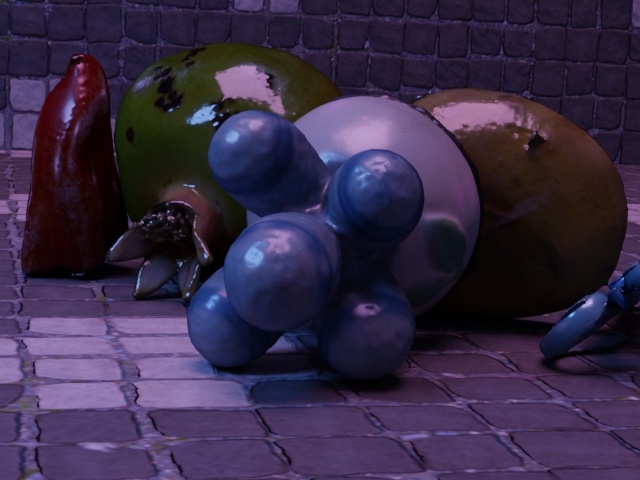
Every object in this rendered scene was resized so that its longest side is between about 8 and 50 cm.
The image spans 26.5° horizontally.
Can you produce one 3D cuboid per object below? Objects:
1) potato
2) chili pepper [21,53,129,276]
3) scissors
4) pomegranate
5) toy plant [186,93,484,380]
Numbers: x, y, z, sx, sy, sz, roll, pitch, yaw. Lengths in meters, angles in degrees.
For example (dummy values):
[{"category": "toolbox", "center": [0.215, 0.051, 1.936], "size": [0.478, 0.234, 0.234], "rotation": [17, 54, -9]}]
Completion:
[{"category": "potato", "center": [0.150, -0.031, 1.351], "size": [0.299, 0.239, 0.116], "rotation": [14, 13, 16]}, {"category": "chili pepper", "center": [-0.282, -0.083, 1.536], "size": [0.144, 0.252, 0.136], "rotation": [-14, 26, -36]}, {"category": "scissors", "center": [0.301, 0.046, 1.317], "size": [0.180, 0.032, 0.393], "rotation": [-38, -11, 13]}, {"category": "pomegranate", "center": [-0.115, -0.085, 1.507], "size": [0.291, 0.291, 0.323], "rotation": [8, 16, 34]}, {"category": "toy plant", "center": [0.000, 0.000, 1.170], "size": [0.247, 0.247, 0.332], "rotation": [5, 11, 17]}]
